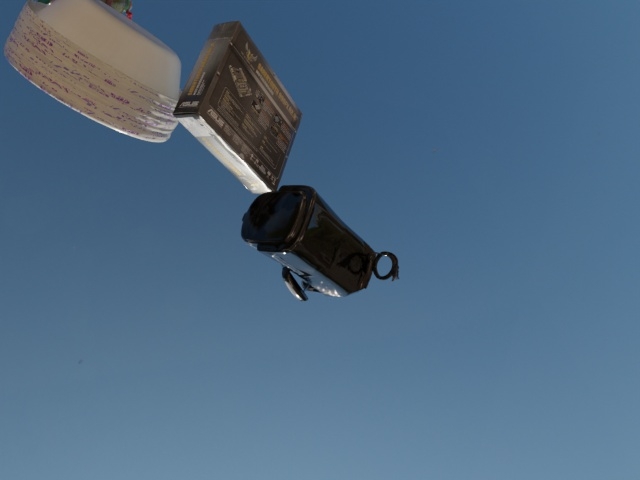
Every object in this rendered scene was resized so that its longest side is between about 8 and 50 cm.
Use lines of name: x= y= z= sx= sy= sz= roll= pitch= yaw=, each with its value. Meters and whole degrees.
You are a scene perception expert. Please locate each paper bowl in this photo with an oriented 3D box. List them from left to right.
paper bowl: x=-0.358 y=-0.306 z=0.809 sx=0.284 sy=0.284 sz=0.148 roll=30 pitch=-77 yaw=-24

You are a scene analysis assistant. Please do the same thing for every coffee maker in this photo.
coffee maker: x=0.000 y=0.000 z=0.690 sx=0.178 sy=0.171 sz=0.120 roll=41 pitch=-142 yaw=-48

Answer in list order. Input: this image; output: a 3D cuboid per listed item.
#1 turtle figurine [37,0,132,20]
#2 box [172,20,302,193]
turtle figurine: x=-0.524 y=-0.571 z=1.091 sx=0.234 sy=0.118 sz=0.176 roll=-17 pitch=-66 yaw=-62
box: x=-0.126 y=-0.214 z=0.801 sx=0.231 sy=0.056 sz=0.183 roll=46 pitch=-126 yaw=-54
